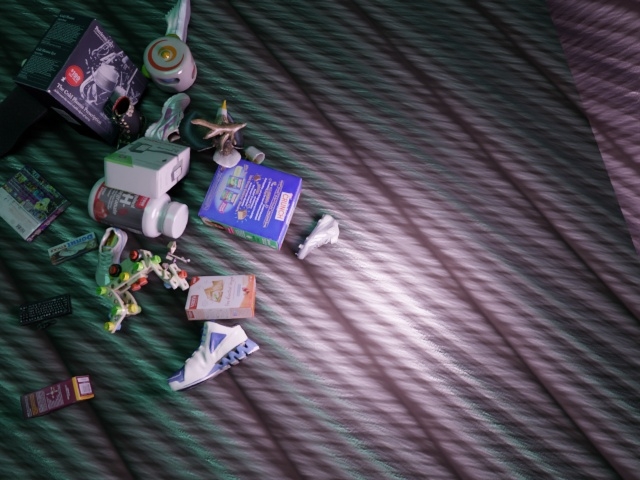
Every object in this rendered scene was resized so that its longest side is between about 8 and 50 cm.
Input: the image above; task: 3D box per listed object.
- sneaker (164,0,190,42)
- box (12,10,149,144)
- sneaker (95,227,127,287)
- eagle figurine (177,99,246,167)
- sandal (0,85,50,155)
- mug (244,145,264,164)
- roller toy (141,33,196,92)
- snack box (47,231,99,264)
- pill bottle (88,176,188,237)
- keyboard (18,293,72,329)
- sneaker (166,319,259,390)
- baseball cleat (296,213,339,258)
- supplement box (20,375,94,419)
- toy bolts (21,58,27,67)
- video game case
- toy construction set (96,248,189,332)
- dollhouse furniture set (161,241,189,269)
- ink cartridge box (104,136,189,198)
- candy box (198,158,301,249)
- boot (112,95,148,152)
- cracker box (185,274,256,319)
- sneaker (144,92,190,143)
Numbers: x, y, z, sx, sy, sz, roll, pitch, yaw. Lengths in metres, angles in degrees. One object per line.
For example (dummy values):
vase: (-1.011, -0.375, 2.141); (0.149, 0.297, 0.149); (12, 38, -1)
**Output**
sneaker: (-0.613, -0.950, 1.913); (0.091, 0.094, 0.259); (6, 77, -4)
box: (-0.870, -0.595, 1.678); (0.178, 0.343, 0.313); (19, 76, 18)
sneaker: (-0.784, 0.062, 1.660); (0.087, 0.092, 0.229); (6, 77, -1)
eagle figurine: (-0.385, -0.414, 1.690); (0.226, 0.298, 0.225); (43, 79, -27)
sandal: (-1.199, -0.464, 1.751); (0.445, 0.107, 0.168); (-27, 111, 12)
mug: (-0.272, -0.337, 1.788); (0.078, 0.062, 0.064); (-40, 72, -17)
roller toy: (-0.609, -0.719, 1.829); (0.191, 0.146, 0.209); (42, 78, 8)
snack box: (-0.931, 0.030, 1.700); (0.178, 0.022, 0.064); (-23, 76, -6)
pill bottle: (-0.664, -0.113, 1.662); (0.318, 0.176, 0.177); (16, 76, 3)
keyboard: (-1.003, 0.265, 1.640); (0.179, 0.023, 0.108); (-15, 77, -4)
sneaker: (-0.395, 0.384, 1.583); (0.315, 0.127, 0.182); (-27, 75, -15)
baseball cleat: (0.000, 0.000, 1.705); (0.109, 0.072, 0.206); (34, 81, 0)
supplement box: (-0.895, 0.533, 1.534); (0.188, 0.104, 0.081); (-19, 77, -6)
toy bolts: (-1.100, -0.581, 1.777); (0.228, 0.158, 0.219); (28, 77, 6)
video game case: (-1.121, -0.146, 1.728); (0.232, 0.042, 0.210); (39, 79, 8)
toy construction set: (-0.641, 0.160, 1.591); (0.327, 0.151, 0.215); (-28, 73, -1)
dollhouse furniture set: (-0.529, 0.063, 1.653); (0.081, 0.114, 0.091); (25, 64, -5)
ink cartridge box: (-0.627, -0.274, 1.654); (0.198, 0.273, 0.115); (13, 120, 2)
candy box: (-0.258, -0.146, 1.709); (0.316, 0.122, 0.269); (19, 75, 5)
boot: (-0.759, -0.420, 1.734); (0.085, 0.179, 0.237); (16, 76, 3)
cracker box: (-0.352, 0.202, 1.611); (0.231, 0.067, 0.156); (-3, 42, -2)
sneaker: (-0.585, -0.469, 1.799); (0.111, 0.103, 0.253); (30, 84, 2)
